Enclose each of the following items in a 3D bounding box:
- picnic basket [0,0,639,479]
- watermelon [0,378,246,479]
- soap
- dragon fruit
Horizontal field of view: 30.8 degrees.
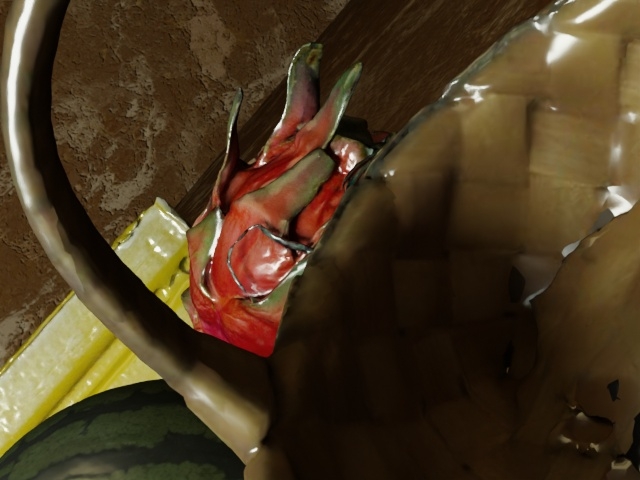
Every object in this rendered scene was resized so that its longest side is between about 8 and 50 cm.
[{"bbox_3d":[0.055,-0.025,0.383,0.293,0.337,0.337,-39,14,23],"label":"picnic basket"},{"bbox_3d":[-0.061,0.164,0.515,0.212,0.212,0.212,-44,12,12],"label":"watermelon"},{"bbox_3d":[-0.171,0.140,1.003,0.315,0.199,0.091,-50,5,-2],"label":"soap"},{"bbox_3d":[0.000,0.000,0.837,0.193,0.192,0.274,-102,28,-45],"label":"dragon fruit"}]
